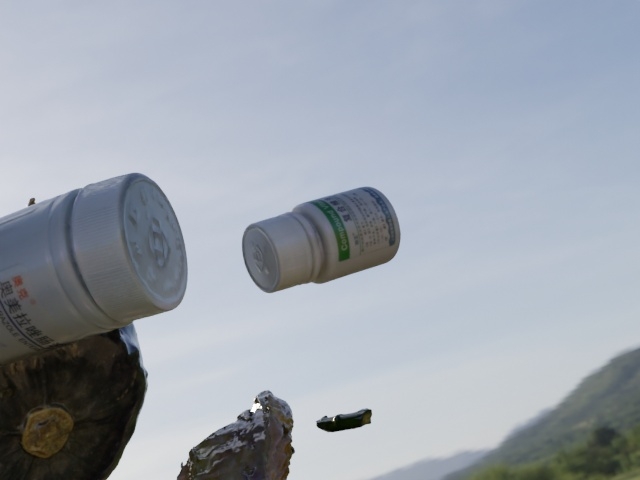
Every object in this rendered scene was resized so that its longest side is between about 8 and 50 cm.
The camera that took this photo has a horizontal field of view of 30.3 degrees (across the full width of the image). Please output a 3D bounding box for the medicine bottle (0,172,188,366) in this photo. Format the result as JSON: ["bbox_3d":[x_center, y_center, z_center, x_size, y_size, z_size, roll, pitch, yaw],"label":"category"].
[{"bbox_3d":[-0.350,0.045,1.548,0.332,0.190,0.190,-19,-12,19],"label":"medicine bottle"}]

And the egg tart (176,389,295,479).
[{"bbox_3d":[-0.118,0.364,1.525,0.150,0.351,0.352,7,-19,-8],"label":"egg tart"}]

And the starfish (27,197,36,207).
[{"bbox_3d":[-0.461,0.038,2.282,0.060,0.299,0.302,-43,-48,2],"label":"starfish"}]

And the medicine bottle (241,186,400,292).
[{"bbox_3d":[0.000,0.000,1.912,0.237,0.139,0.139,-16,-14,-31],"label":"medicine bottle"}]

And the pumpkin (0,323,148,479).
[{"bbox_3d":[-0.491,0.232,1.874,0.454,0.454,0.344,-11,27,-35],"label":"pumpkin"}]

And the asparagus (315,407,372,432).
[{"bbox_3d":[0.029,0.224,1.467,0.025,0.021,0.108,-18,-2,-39],"label":"asparagus"}]
